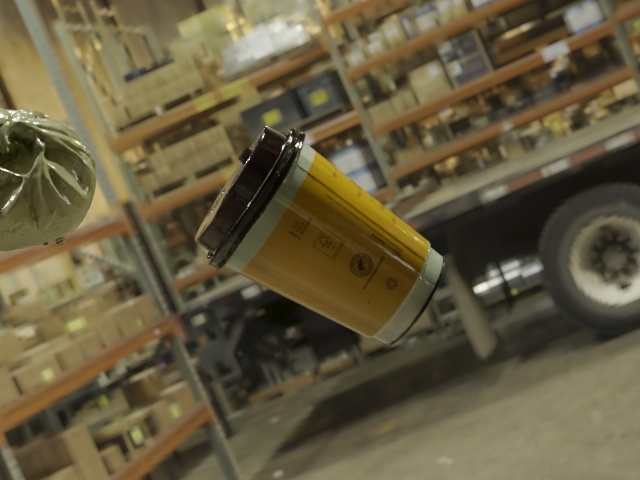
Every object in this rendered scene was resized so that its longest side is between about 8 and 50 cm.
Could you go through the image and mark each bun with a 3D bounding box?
[{"bbox_3d":[-0.457,-0.107,1.982,0.259,0.259,0.160,-26,-30,-37],"label":"bun"}]

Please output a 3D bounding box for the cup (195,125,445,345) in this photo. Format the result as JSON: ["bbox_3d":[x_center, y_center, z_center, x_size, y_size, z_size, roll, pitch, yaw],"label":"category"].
[{"bbox_3d":[0.000,0.000,1.606,0.196,0.280,0.196,-55,10,15],"label":"cup"}]
